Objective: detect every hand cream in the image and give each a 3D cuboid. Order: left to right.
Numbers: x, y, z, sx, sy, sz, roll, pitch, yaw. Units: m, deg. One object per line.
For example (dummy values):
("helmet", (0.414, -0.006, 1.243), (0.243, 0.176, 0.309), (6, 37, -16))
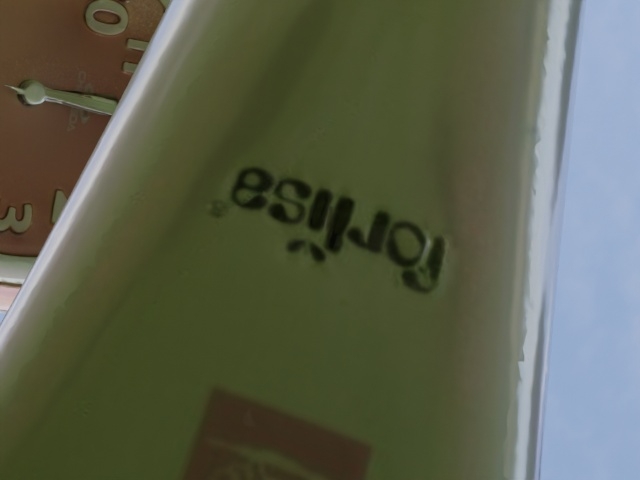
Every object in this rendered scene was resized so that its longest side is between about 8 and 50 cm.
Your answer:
("hand cream", (0.000, 0.000, 0.536), (0.185, 0.118, 0.358), (22, -129, -9))

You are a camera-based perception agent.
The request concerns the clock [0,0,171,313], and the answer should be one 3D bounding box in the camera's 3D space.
("clock", (-0.154, -0.074, 0.980), (0.241, 0.142, 0.227), (10, -91, -10))
